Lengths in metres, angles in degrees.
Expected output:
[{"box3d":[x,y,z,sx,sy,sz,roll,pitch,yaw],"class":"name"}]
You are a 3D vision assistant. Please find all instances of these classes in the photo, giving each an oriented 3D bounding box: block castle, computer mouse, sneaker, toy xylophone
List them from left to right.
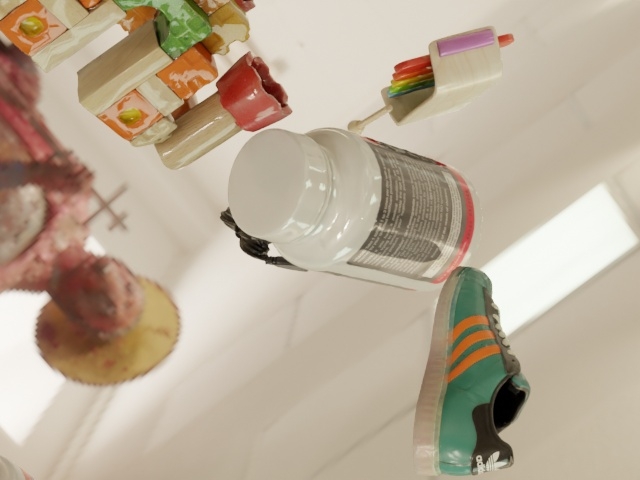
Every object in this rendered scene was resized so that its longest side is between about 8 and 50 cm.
[{"box3d":[-0.214,-0.314,1.451,0.212,0.453,0.303,-32,-135,14],"class":"block castle"},{"box3d":[0.000,0.000,1.851,0.184,0.262,0.060,-125,-128,-67],"class":"computer mouse"},{"box3d":[0.171,-0.253,2.186,0.236,0.081,0.322,-16,176,-22],"class":"toy xylophone"},{"box3d":[0.189,0.153,1.564,0.121,0.108,0.302,2,-134,15],"class":"sneaker"}]

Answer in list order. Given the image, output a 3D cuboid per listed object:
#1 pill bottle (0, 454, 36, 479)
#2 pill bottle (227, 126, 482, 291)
[{"box3d":[-0.354,0.414,1.665,0.181,0.323,0.182,-23,-140,22],"class":"pill bottle"},{"box3d":[0.042,-0.041,1.657,0.176,0.176,0.318,-33,150,33],"class":"pill bottle"}]
